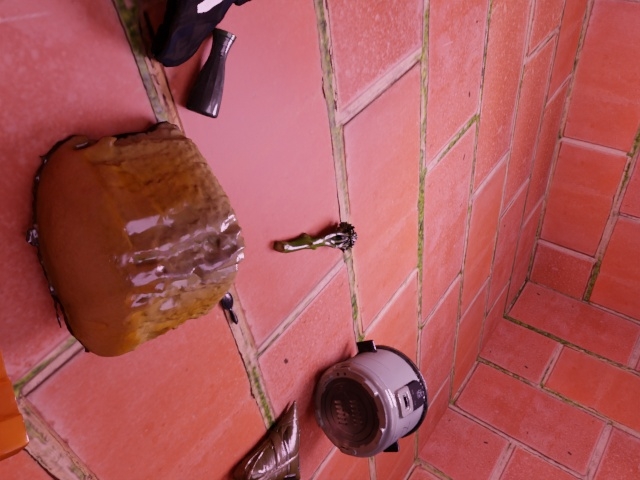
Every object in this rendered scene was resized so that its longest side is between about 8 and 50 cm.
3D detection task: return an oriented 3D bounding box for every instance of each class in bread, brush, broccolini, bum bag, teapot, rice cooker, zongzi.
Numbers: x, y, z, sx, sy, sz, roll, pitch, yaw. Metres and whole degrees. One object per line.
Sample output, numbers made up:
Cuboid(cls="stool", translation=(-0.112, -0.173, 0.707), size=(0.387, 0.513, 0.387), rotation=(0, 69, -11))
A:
Cuboid(cls="bread", translation=(-0.203, 0.008, 0.605), size=(0.204, 0.162, 0.262), rotation=(-23, 115, -37))
Cuboid(cls="brush", translation=(-0.152, 0.116, 0.907), size=(0.024, 0.008, 0.083), rotation=(-49, 146, -33))
Cuboid(cls="broccolini", translation=(0.001, 0.003, 1.024), size=(0.216, 0.058, 0.067), rotation=(-10, 121, -55))
Cuboid(cls="bum bag", translation=(-0.090, -0.318, 0.609), size=(0.310, 0.074, 0.137), rotation=(-58, -171, -16))
Cuboid(cls="teapot", translation=(-0.135, -0.213, 0.675), size=(0.043, 0.043, 0.110), rotation=(10, 98, -60))
Cuboid(cls="rice cooker", translation=(0.129, 0.390, 1.321), size=(0.227, 0.241, 0.280), rotation=(-6, 79, -53))
Cuboid(cls="zongzi", translation=(-0.120, 0.439, 1.148), size=(0.189, 0.081, 0.178), rotation=(11, 79, -46))

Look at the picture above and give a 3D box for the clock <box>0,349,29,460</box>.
Cuboid(cls="clock", translation=(-0.313, 0.099, 0.388), size=(0.106, 0.255, 0.220), rotation=(-11, 120, -55))
